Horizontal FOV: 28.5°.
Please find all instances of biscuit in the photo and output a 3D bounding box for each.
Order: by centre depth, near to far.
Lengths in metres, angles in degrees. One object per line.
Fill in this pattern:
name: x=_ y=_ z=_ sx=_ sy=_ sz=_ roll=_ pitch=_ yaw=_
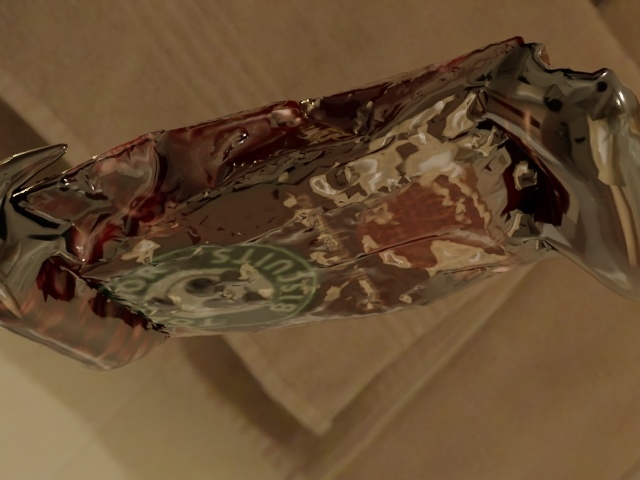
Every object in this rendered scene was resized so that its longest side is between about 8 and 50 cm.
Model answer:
biscuit: x=-0.001 y=-0.002 z=0.434 sx=0.151 sy=0.235 sz=0.063 roll=59 pitch=20 yaw=-58
